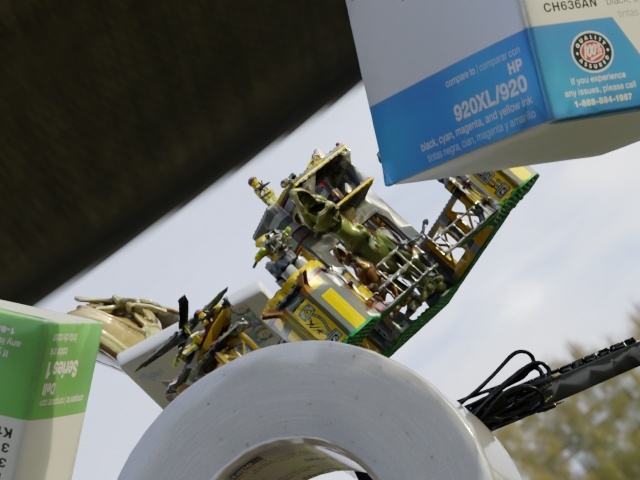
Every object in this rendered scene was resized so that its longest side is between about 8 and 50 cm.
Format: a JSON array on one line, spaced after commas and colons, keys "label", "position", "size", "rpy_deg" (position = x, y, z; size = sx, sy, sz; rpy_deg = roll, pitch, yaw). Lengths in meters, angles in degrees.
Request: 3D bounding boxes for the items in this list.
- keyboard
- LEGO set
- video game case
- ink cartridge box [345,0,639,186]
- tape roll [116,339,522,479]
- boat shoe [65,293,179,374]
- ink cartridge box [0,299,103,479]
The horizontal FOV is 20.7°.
[{"label": "keyboard", "position": [0.101, 0.088, 1.022], "size": [0.192, 0.038, 0.100], "rpy_deg": [-23, 0, -9]}, {"label": "LEGO set", "position": [0.000, 0.000, 1.432], "size": [0.331, 0.192, 0.255], "rpy_deg": [-42, -13, -28]}, {"label": "video game case", "position": [-0.093, 0.116, 1.674], "size": [0.157, 0.019, 0.143], "rpy_deg": [-28, -43, 10]}, {"label": "ink cartridge box", "position": [0.123, -0.169, 1.006], "size": [0.171, 0.232, 0.168], "rpy_deg": [-10, -6, -30]}, {"label": "tape roll", "position": [-0.002, 0.164, 0.891], "size": [0.219, 0.219, 0.072], "rpy_deg": [-41, -30, 5]}, {"label": "boat shoe", "position": [-0.207, 0.094, 1.854], "size": [0.285, 0.105, 0.089], "rpy_deg": [57, -124, -80]}, {"label": "ink cartridge box", "position": [-0.276, 0.166, 1.126], "size": [0.117, 0.201, 0.278], "rpy_deg": [15, -94, -80]}]
